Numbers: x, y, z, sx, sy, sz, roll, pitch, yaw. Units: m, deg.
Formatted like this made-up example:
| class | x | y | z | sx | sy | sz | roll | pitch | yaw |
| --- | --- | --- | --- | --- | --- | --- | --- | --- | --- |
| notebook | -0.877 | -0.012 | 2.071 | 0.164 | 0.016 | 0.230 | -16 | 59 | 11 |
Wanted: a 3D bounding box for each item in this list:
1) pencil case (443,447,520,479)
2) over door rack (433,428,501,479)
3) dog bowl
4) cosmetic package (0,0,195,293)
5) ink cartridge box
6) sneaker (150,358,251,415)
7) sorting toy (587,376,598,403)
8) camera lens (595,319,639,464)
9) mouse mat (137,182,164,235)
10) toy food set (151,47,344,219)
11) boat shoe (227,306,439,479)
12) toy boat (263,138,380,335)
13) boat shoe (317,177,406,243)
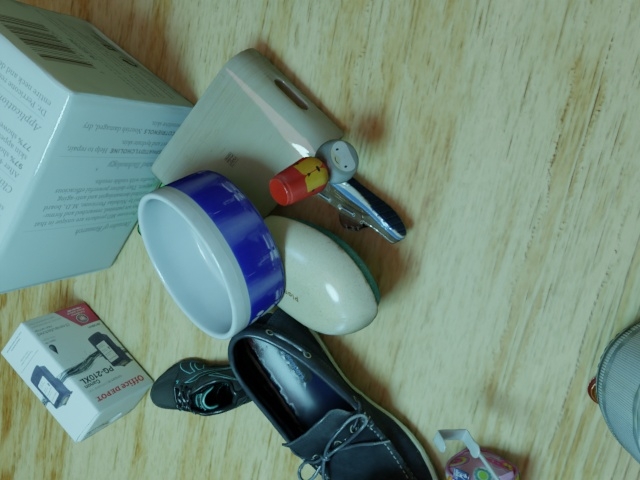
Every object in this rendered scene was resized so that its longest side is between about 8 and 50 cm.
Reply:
| class | x | y | z | sx | sy | sz | roll | pitch | yaw |
| --- | --- | --- | --- | --- | --- | --- | --- | --- | --- |
| pencil case | 0.263 | 0.485 | 0.999 | 0.124 | 0.124 | 0.283 | 2 | 99 | 22 |
| over door rack | 0.255 | 0.452 | 0.863 | 0.324 | 0.108 | 0.239 | 44 | 124 | 46 |
| dog bowl | -0.181 | 0.023 | 1.009 | 0.265 | 0.104 | 0.264 | 34 | 140 | 34 |
| cosmetic package | -0.506 | -0.170 | 1.101 | 0.329 | 0.327 | 0.393 | 39 | 110 | 13 |
| ink cartridge box | -0.481 | 0.257 | 1.240 | 0.237 | 0.172 | 0.100 | 45 | 111 | 10 |
| sneaker | -0.230 | 0.282 | 1.179 | 0.268 | 0.106 | 0.101 | -15 | 94 | 25 |
| sorting toy | 0.454 | 0.237 | 0.925 | 0.102 | 0.042 | 0.061 | 2 | 99 | 22 |
| camera lens | 0.476 | 0.204 | 0.763 | 0.220 | 0.274 | 0.219 | 0 | 88 | 11 |
| mouse mat | -0.265 | -0.048 | 1.195 | 0.153 | 0.007 | 0.189 | 39 | 109 | 12 |
| toy food set | -0.136 | -0.148 | 1.092 | 0.220 | 0.092 | 0.306 | 44 | 115 | 3 |
| boat shoe | 0.017 | 0.322 | 1.058 | 0.187 | 0.156 | 0.500 | -41 | 84 | 22 |
| toy boat | 0.000 | 0.000 | 0.984 | 0.268 | 0.148 | 0.318 | 31 | 139 | 35 |
| boat shoe | 0.064 | -0.050 | 1.034 | 0.183 | 0.066 | 0.066 | 45 | 117 | 21 |
